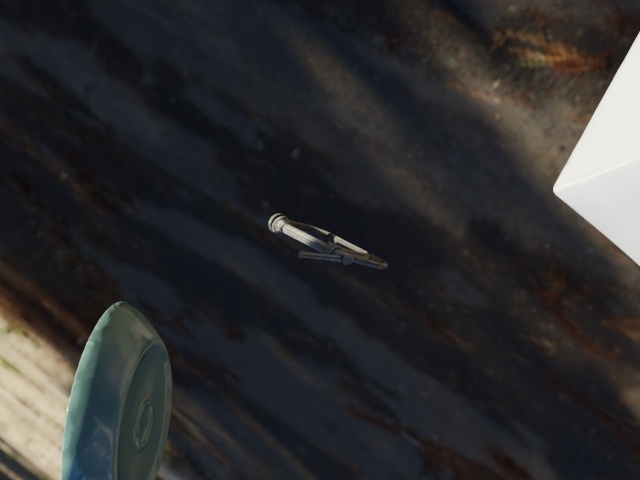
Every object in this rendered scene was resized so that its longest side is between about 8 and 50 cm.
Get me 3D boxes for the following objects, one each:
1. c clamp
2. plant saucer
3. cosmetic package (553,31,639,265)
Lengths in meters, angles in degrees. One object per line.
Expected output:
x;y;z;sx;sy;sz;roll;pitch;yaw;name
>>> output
0.000;0.000;1.364;0.137;0.022;0.160;13;-171;-33;c clamp
-0.096;0.091;0.642;0.021;0.119;0.119;7;153;11;plant saucer
0.428;-0.164;1.177;0.230;0.453;0.161;39;156;-14;cosmetic package
